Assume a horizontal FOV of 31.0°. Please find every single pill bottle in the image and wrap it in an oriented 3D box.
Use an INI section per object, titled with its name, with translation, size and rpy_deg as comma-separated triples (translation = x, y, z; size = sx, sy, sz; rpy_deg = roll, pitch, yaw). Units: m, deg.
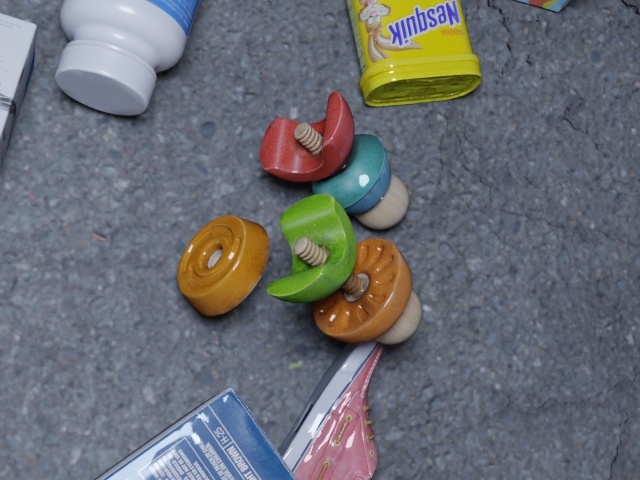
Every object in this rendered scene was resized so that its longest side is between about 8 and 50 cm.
[pill bottle]
translation = -0.178, -0.239, 1.113
size = 0.124, 0.124, 0.221
rpy_deg = 18, 71, -9

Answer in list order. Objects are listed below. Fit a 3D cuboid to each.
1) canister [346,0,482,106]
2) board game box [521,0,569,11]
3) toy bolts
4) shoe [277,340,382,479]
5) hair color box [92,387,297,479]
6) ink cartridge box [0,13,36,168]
[canister]
translation = 0.090, -0.235, 1.210
size = 0.126, 0.073, 0.169
rpy_deg = -8, 76, -17
[board game box]
translation = 0.241, -0.418, 1.259
size = 0.142, 0.144, 0.275
rpy_deg = 13, 72, -10
[toy bolts]
translation = 0.000, 0.000, 1.106
size = 0.158, 0.218, 0.228
rpy_deg = 38, 51, -37
[shoe]
translation = 0.026, 0.174, 1.093
size = 0.081, 0.063, 0.178
rpy_deg = 35, 75, -5
[hair color box]
translation = -0.198, 0.267, 0.948
size = 0.347, 0.174, 0.105
rpy_deg = -33, 86, -19
[ink cartridge box]
translation = -0.315, -0.108, 1.055
size = 0.060, 0.104, 0.180
rpy_deg = 16, 73, -11
